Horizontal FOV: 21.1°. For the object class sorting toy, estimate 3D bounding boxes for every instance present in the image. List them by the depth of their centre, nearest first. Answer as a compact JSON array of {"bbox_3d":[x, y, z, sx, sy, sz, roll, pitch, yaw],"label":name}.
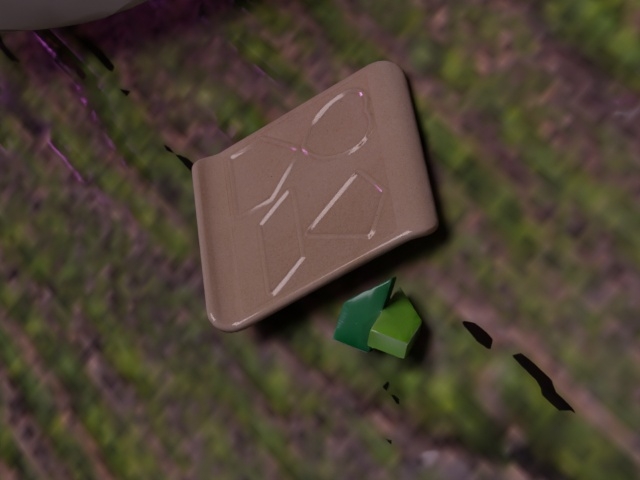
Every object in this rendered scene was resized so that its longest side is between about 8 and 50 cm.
[{"bbox_3d":[0.000,0.000,0.415,0.062,0.012,0.083,-26,48,19],"label":"sorting toy"}]

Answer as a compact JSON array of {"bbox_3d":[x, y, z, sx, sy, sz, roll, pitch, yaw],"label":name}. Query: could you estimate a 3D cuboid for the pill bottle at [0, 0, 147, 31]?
[{"bbox_3d":[-0.087,-0.256,0.498,0.204,0.204,0.361,-13,59,33],"label":"pill bottle"}]
